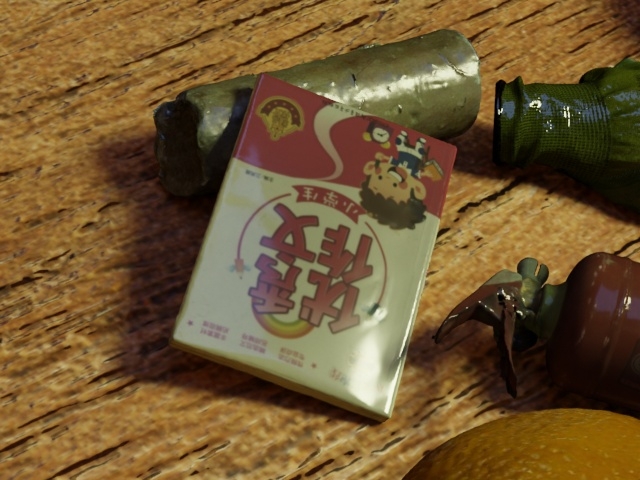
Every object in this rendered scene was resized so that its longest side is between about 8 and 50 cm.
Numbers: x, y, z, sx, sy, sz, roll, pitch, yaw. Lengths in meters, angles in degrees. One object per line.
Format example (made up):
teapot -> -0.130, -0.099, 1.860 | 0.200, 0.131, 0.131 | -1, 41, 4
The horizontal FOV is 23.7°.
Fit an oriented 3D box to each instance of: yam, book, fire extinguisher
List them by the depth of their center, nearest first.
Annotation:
fire extinguisher -> 0.246, 0.087, 1.051 | 0.337, 0.106, 0.147 | 15, 33, 5
book -> 0.000, 0.000, 1.091 | 0.162, 0.022, 0.231 | 20, 60, -6
yam -> -0.003, -0.099, 1.201 | 0.259, 0.093, 0.093 | -15, 50, -23

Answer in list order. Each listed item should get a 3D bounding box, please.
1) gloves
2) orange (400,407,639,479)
gloves -> 0.268, -0.082, 1.236 | 0.268, 0.107, 0.135 | 7, 76, -7
orange -> 0.132, 0.211, 0.806 | 0.264, 0.264, 0.264 | 6, 45, -6
